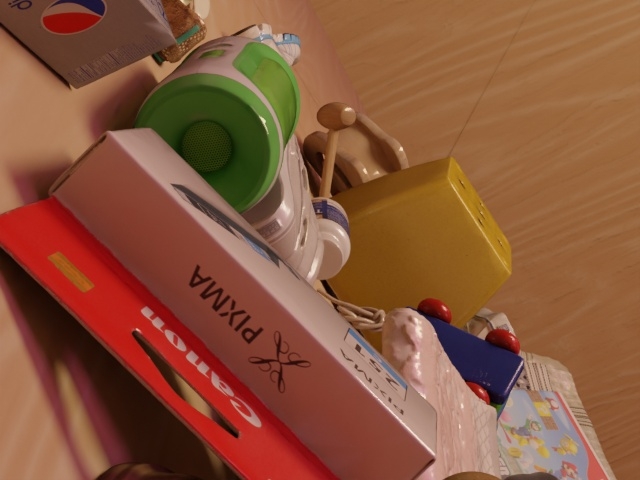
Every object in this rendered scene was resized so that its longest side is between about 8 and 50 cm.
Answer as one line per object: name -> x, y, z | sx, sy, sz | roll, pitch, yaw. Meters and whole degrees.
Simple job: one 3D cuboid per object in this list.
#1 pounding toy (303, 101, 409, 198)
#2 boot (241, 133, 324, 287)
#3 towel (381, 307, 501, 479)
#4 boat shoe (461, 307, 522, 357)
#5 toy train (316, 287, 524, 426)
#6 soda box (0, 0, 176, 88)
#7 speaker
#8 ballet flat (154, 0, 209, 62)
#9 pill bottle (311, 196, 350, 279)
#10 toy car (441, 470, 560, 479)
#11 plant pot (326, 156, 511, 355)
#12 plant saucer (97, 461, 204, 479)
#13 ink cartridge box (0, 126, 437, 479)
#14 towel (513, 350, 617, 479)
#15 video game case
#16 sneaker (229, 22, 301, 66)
pounding toy -> 0.028, -0.075, 2.118 | 0.154, 0.155, 0.269 | 26, -39, 56
boot -> -0.055, -0.055, 1.544 | 0.258, 0.095, 0.123 | -94, 164, -46
towel -> 0.126, 0.268, 1.456 | 0.317, 0.053, 0.332 | 48, 36, -59
boat shoe -> 0.187, 0.135, 1.934 | 0.258, 0.084, 0.095 | 95, -25, -80
toy train -> 0.106, 0.144, 1.788 | 0.105, 0.248, 0.143 | -54, 160, -35
soda box -> -0.203, -0.213, 1.048 | 0.098, 0.091, 0.286 | 69, 10, 23
speaker -> -0.085, -0.102, 1.330 | 0.131, 0.131, 0.296 | 63, 9, -11
ballet flat -> -0.145, -0.247, 1.573 | 0.073, 0.067, 0.206 | 57, 11, -36
pill bottle -> 0.000, 0.000, 1.735 | 0.067, 0.067, 0.120 | 62, 9, -18
toy car -> 0.110, 0.236, 1.212 | 0.149, 0.188, 0.155 | 95, -15, -50
plant pot -> 0.122, 0.013, 1.910 | 0.212, 0.187, 0.212 | 55, 14, -8
plant saucer -> -0.046, 0.246, 0.852 | 0.278, 0.041, 0.278 | 61, 10, -19
ink cartridge box -> -0.051, 0.055, 0.972 | 0.296, 0.066, 0.261 | 44, 8, -1
towel -> 0.247, 0.230, 2.039 | 0.312, 0.056, 0.324 | 15, 31, -22
video game case -> 0.234, 0.266, 1.908 | 0.285, 0.025, 0.204 | 7, 42, -35
sneaker -> -0.067, -0.232, 2.042 | 0.083, 0.071, 0.190 | 71, 17, 4
